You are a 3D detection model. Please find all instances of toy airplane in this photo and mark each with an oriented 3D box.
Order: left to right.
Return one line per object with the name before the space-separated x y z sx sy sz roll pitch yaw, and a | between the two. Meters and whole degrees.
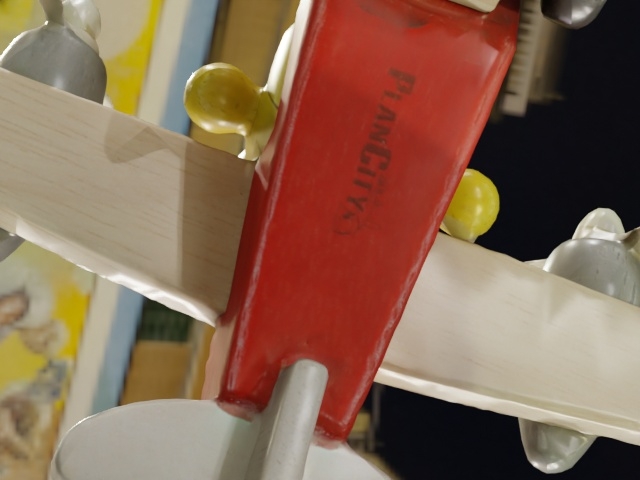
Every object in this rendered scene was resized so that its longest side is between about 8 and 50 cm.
toy airplane | 0.000 0.000 0.832 0.386 0.384 0.272 64 -11 -3
